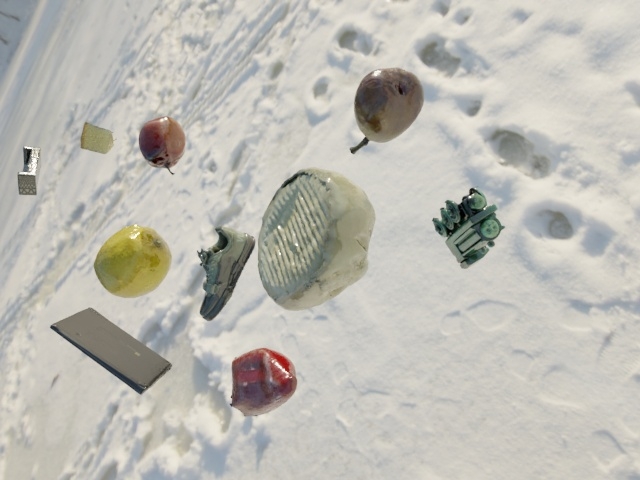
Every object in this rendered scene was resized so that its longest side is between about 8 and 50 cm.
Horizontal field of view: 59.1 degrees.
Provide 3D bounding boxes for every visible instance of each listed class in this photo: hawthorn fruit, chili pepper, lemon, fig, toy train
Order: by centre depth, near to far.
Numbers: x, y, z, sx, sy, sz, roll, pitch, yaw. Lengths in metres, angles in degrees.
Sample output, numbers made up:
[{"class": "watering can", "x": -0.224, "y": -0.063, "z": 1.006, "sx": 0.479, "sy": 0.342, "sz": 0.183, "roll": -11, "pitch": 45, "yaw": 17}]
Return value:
[{"class": "toy train", "x": 0.254, "y": -0.021, "z": 0.959, "sx": 0.071, "sy": 0.170, "sz": 0.111, "roll": -31, "pitch": 79, "yaw": -10}, {"class": "chili pepper", "x": -0.110, "y": 0.297, "z": 1.229, "sx": 0.252, "sy": 0.136, "sz": 0.144, "roll": -34, "pitch": 20, "yaw": 55}, {"class": "fig", "x": 0.143, "y": -0.303, "z": 1.413, "sx": 0.146, "sy": 0.170, "sz": 0.274, "roll": 65, "pitch": 149, "yaw": 22}, {"class": "hawthorn fruit", "x": -0.509, "y": -0.300, "z": 1.837, "sx": 0.157, "sy": 0.157, "sz": 0.194, "roll": -29, "pitch": 72, "yaw": 40}, {"class": "lemon", "x": -0.622, "y": 0.073, "z": 1.873, "sx": 0.288, "sy": 0.233, "sz": 0.234, "roll": -33, "pitch": 46, "yaw": 33}]

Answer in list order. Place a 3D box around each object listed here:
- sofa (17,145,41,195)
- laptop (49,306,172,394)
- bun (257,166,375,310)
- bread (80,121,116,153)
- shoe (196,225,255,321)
[{"class": "sofa", "x": -0.664, "y": -0.160, "z": 1.288, "sx": 0.118, "sy": 0.039, "sz": 0.060, "roll": -111, "pitch": 33, "yaw": -44}, {"class": "laptop", "x": -0.362, "y": 0.187, "z": 0.999, "sx": 0.016, "sy": 0.197, "sz": 0.135, "roll": -55, "pitch": -1, "yaw": 10}, {"class": "bun", "x": 0.000, "y": 0.000, "z": 1.405, "sx": 0.359, "sy": 0.211, "sz": 0.360, "roll": -22, "pitch": 59, "yaw": 44}, {"class": "bread", "x": -0.622, "y": -0.296, "z": 1.598, "sx": 0.109, "sy": 0.084, "sz": 0.080, "roll": -106, "pitch": 35, "yaw": -66}, {"class": "shoe", "x": -0.322, "y": 0.087, "z": 1.701, "sx": 0.109, "sy": 0.149, "sz": 0.293, "roll": 14, "pitch": 75, "yaw": 59}]
